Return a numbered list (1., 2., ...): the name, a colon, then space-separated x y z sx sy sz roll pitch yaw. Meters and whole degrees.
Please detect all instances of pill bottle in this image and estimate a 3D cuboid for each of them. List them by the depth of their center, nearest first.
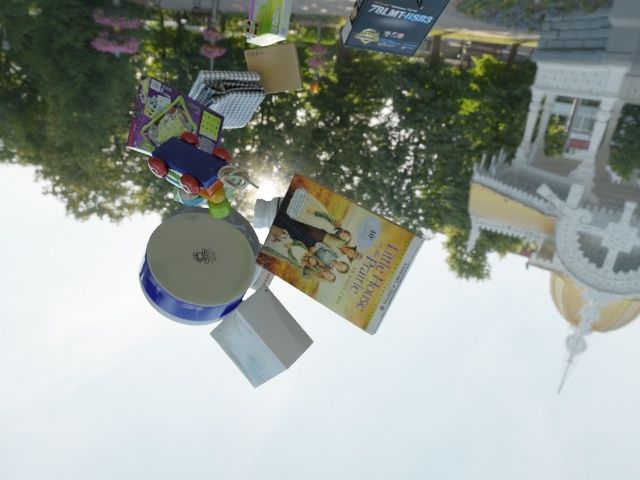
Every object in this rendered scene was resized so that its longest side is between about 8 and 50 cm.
1. pill bottle: -0.176 -0.131 2.602 0.362 0.210 0.210 6 -159 -2

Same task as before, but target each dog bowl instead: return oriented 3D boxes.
1. dog bowl: -0.296 0.065 1.151 0.264 0.104 0.265 16 -130 -20
2. dog bowl: -0.364 0.052 1.484 0.348 0.349 0.102 9 -161 7

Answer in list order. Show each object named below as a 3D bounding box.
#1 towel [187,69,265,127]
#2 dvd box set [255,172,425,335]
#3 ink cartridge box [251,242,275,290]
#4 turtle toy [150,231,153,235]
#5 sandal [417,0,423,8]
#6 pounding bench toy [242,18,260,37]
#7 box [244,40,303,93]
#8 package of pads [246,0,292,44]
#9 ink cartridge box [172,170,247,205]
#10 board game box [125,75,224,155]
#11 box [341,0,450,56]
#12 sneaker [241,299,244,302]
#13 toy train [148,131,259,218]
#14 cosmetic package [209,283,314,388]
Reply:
1. towel: -0.358 -0.508 1.763 0.235 0.121 0.283 -11 171 -33
2. dvd box set: 0.043 0.032 1.357 0.420 0.308 0.062 30 -168 20
3. ink cartridge box: -0.321 0.093 2.080 0.272 0.197 0.114 29 170 -13
4. turtle toy: -0.685 -0.015 2.114 0.095 0.066 0.130 36 -126 11
5. sandal: 0.270 -0.788 1.432 0.040 0.179 0.067 -15 -155 15
6. pounding bench toy: -0.310 -0.914 2.057 0.052 0.065 0.083 0 -164 -40
7. box: -0.171 -0.629 1.747 0.201 0.164 0.021 -1 -151 20
8. package of pads: -0.227 -1.010 2.115 0.101 0.229 0.296 4 -168 -31
9. ink cartridge box: -0.404 -0.204 1.758 0.235 0.171 0.056 9 -135 -39
10. board game box: -0.436 -0.343 1.475 0.056 0.208 0.347 7 177 25
11. box: 0.259 -0.780 1.628 0.295 0.293 0.073 0 -115 -23
12. sneaker: -0.443 0.206 2.010 0.300 0.121 0.111 45 178 1
13. toy train: -0.202 -0.095 0.908 0.248 0.143 0.105 28 -120 25
14. cosmetic package: -0.179 0.288 1.407 0.224 0.224 0.138 49 -134 2
